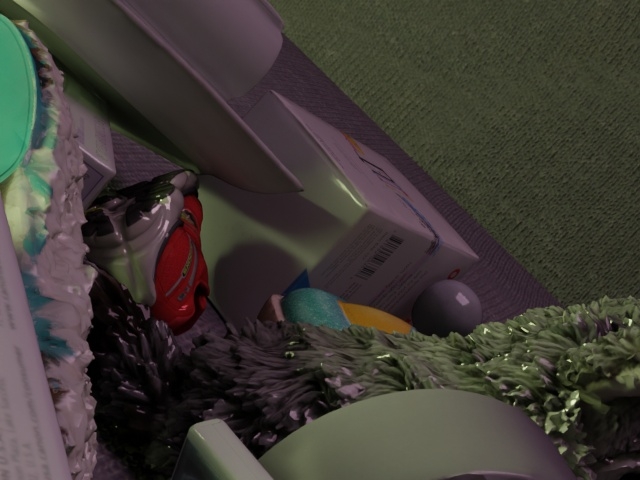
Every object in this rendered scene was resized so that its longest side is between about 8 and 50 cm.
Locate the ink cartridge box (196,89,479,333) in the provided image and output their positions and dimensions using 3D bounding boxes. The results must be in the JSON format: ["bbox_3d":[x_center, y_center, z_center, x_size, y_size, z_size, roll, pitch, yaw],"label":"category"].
[{"bbox_3d":[0.000,0.000,1.371,0.168,0.171,0.232,51,14,30],"label":"ink cartridge box"}]

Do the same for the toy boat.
[{"bbox_3d":[0.073,0.119,1.256,0.267,0.148,0.318,43,13,0],"label":"toy boat"}]

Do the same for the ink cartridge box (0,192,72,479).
[{"bbox_3d":[-0.288,-0.013,0.506,0.385,0.091,0.308,18,34,-37],"label":"ink cartridge box"}]

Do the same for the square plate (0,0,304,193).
[{"bbox_3d":[-0.215,-0.169,1.210,0.344,0.049,0.347,28,-12,45],"label":"square plate"}]

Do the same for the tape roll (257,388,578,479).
[{"bbox_3d":[0.047,0.188,0.786,0.219,0.219,0.072,35,16,-33],"label":"tape roll"}]

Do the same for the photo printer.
[{"bbox_3d":[-0.200,-0.257,1.202,0.256,0.107,0.307,27,-12,49],"label":"photo printer"}]

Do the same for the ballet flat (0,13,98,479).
[{"bbox_3d":[-0.188,0.031,0.793,0.147,0.147,0.409,35,25,-33],"label":"ballet flat"}]

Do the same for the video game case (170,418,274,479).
[{"bbox_3d":[-0.022,0.202,0.621,0.022,0.173,0.190,-9,42,-41],"label":"video game case"}]

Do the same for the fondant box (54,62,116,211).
[{"bbox_3d":[-0.303,-0.141,1.029,0.330,0.096,0.238,38,7,-18],"label":"fondant box"}]

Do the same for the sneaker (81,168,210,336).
[{"bbox_3d":[-0.134,0.017,1.124,0.279,0.107,0.118,-95,165,-81],"label":"sneaker"}]

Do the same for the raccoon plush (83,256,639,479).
[{"bbox_3d":[0.021,0.072,0.904,0.446,0.299,0.216,38,14,-19],"label":"raccoon plush"}]
